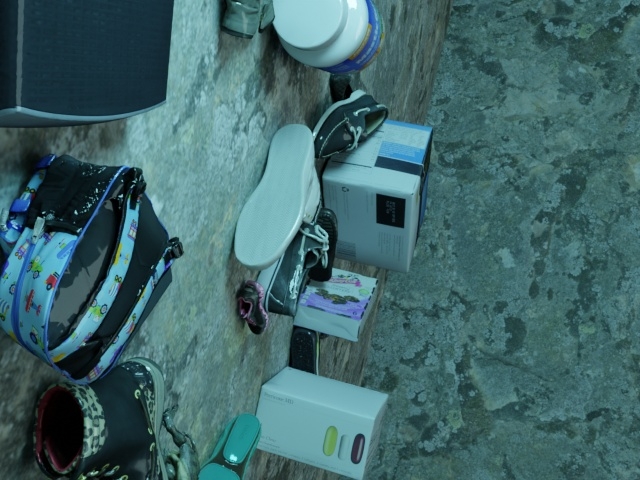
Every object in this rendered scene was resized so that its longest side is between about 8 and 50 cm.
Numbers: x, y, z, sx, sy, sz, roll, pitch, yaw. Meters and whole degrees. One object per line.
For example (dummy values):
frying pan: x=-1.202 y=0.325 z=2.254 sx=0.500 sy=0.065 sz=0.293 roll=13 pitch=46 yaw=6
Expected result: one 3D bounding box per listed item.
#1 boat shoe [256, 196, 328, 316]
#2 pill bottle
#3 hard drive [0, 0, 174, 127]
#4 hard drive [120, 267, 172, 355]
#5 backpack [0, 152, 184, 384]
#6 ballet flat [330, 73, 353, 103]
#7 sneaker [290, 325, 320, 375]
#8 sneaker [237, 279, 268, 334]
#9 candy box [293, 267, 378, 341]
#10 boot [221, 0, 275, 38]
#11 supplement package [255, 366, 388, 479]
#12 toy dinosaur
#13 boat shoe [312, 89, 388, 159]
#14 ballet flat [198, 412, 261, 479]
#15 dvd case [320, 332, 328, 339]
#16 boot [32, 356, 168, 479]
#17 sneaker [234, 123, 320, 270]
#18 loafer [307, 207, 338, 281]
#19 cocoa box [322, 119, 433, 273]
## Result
boat shoe: x=-0.037 y=0.015 z=1.386 sx=0.113 sy=0.105 sz=0.306 roll=87 pitch=20 yaw=-50
pill bottle: x=0.014 y=-0.360 z=1.141 sx=0.272 sy=0.152 sz=0.152 roll=-34 pitch=135 yaw=-73
hard drive: x=-0.203 y=-0.182 z=0.598 sx=0.255 sy=0.054 sz=0.172 roll=-39 pitch=140 yaw=-70
hard drive: x=-0.221 y=0.058 z=0.823 sx=0.135 sy=0.022 sz=0.094 roll=-64 pitch=161 yaw=-46
backpack: x=-0.215 y=0.031 z=0.608 sx=0.158 sy=0.117 sz=0.173 roll=79 pitch=26 yaw=-61
ballet flat: x=0.059 y=-0.342 z=1.577 sx=0.173 sy=0.049 sz=0.057 roll=43 pitch=61 yaw=-75
sneaker: x=-0.032 y=0.306 z=1.733 sx=0.097 sy=0.084 sz=0.234 roll=-44 pitch=145 yaw=-70
sneaker: x=-0.129 y=0.132 z=1.255 sx=0.057 sy=0.047 sz=0.119 roll=-53 pitch=146 yaw=-47
candy box: x=0.042 y=0.152 z=1.716 sx=0.196 sy=0.165 sz=0.070 roll=-58 pitch=158 yaw=-57
boot: x=-0.073 y=-0.386 z=0.952 sx=0.246 sy=0.083 sz=0.161 roll=-55 pitch=162 yaw=-46
supplement package: x=0.003 y=0.410 z=1.575 sx=0.204 sy=0.262 sz=0.145 roll=-10 pitch=112 yaw=-76
toy dinosaur: x=-0.202 y=0.300 z=0.943 sx=0.118 sy=0.064 sz=0.268 roll=64 pitch=-8 yaw=-3
boat shoe: x=0.066 y=-0.252 z=1.525 sx=0.302 sy=0.091 sz=0.114 roll=-50 pitch=166 yaw=-46
ballet flat: x=-0.176 y=0.426 z=1.248 sx=0.247 sy=0.083 sz=0.087 roll=-57 pitch=170 yaw=-52
dvd case: x=0.024 y=0.234 z=2.060 sx=0.087 sy=0.013 sz=0.119 roll=0 pitch=103 yaw=-77
boot: x=-0.242 y=0.255 z=0.760 sx=0.178 sy=0.085 sz=0.236 roll=17 pitch=73 yaw=-76
sneaker: x=-0.061 y=-0.043 z=1.226 sx=0.169 sy=0.108 sz=0.292 roll=76 pitch=27 yaw=-56
loafer: x=0.000 y=0.000 z=1.624 sx=0.078 sy=0.080 sz=0.220 roll=-78 pitch=177 yaw=-46
cocoa box: x=0.150 y=-0.118 z=1.774 sx=0.347 sy=0.232 sz=0.228 roll=84 pitch=22 yaw=-55
